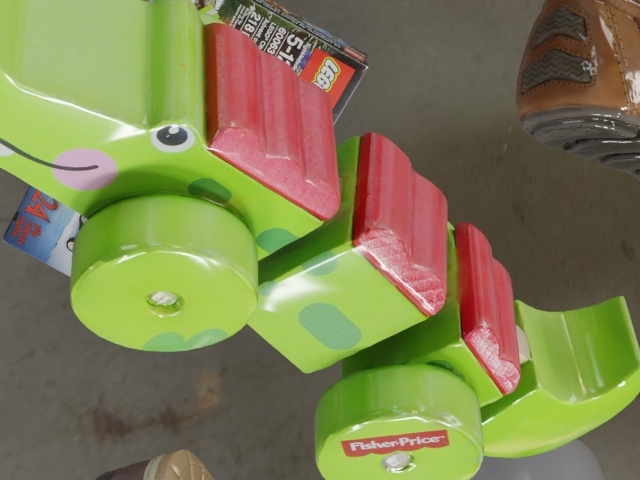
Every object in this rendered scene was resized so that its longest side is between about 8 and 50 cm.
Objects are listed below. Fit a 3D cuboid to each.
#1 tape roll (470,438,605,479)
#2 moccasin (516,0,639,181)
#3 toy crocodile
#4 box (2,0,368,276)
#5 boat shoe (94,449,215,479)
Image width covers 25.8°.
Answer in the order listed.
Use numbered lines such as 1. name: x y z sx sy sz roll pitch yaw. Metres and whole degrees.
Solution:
1. tape roll: 0.127 0.238 1.119 0.219 0.072 0.219 -7 139 -6
2. moccasin: 0.288 -0.098 1.038 0.380 0.139 0.147 17 76 -34
3. toy crocodile: 0.000 0.000 0.526 0.105 0.115 0.340 -30 131 29
4. box: -0.093 -0.063 0.950 0.159 0.044 0.233 29 108 -7
5. boat shoe: -0.119 0.289 1.262 0.092 0.102 0.285 -2 137 21
